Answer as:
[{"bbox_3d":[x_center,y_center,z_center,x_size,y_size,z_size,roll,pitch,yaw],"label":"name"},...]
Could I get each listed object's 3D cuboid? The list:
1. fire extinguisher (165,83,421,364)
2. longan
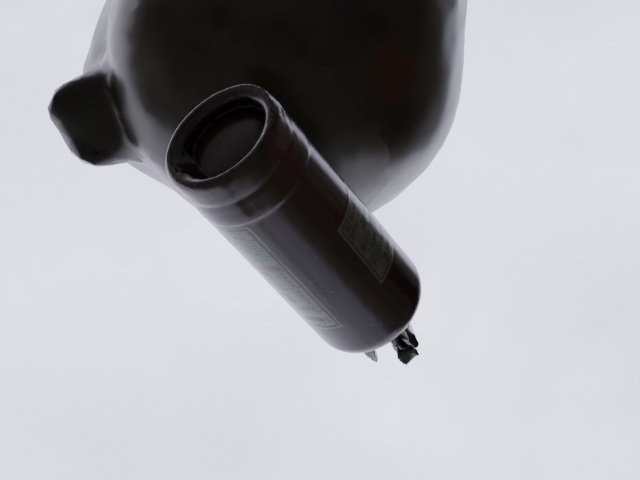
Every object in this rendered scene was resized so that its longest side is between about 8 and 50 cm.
[{"bbox_3d":[0.000,0.000,1.021,0.071,0.231,0.099,-36,-137,7],"label":"fire extinguisher"},{"bbox_3d":[-0.037,-0.121,1.213,0.300,0.300,0.243,-24,-83,-9],"label":"longan"}]
